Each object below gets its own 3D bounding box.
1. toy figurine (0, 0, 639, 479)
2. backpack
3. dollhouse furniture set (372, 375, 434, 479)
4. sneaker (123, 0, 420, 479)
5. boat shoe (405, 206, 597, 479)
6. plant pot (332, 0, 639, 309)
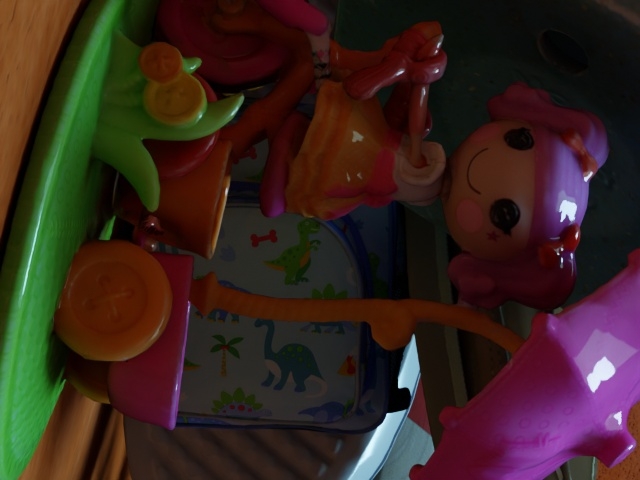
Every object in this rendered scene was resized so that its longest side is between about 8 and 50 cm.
[{"bbox_3d":[0.014,-0.004,0.475,0.130,0.159,0.173,104,-1,-71],"label":"toy figurine"},{"bbox_3d":[-0.019,0.009,0.656,0.084,0.105,0.114,-58,151,-80],"label":"backpack"},{"bbox_3d":[0.061,0.171,0.831,0.152,0.201,0.374,-37,-159,32],"label":"dollhouse furniture set"},{"bbox_3d":[0.000,0.000,0.833,0.127,0.126,0.321,75,25,-64],"label":"sneaker"},{"bbox_3d":[0.091,-0.011,0.693,0.111,0.104,0.307,74,14,-46],"label":"boat shoe"},{"bbox_3d":[0.133,-0.107,0.577,0.252,0.248,0.247,-49,164,-27],"label":"plant pot"}]
